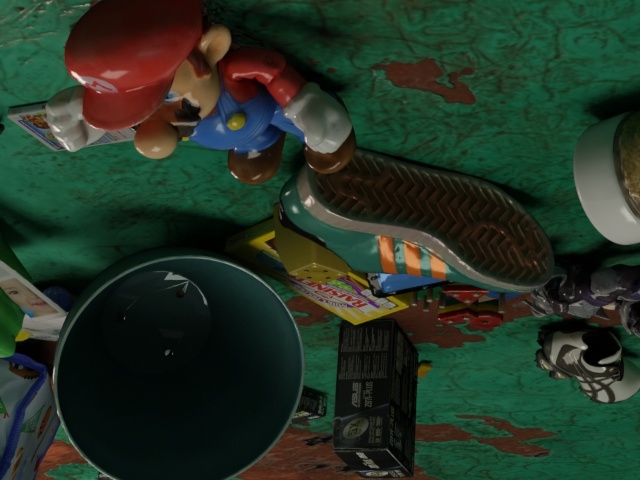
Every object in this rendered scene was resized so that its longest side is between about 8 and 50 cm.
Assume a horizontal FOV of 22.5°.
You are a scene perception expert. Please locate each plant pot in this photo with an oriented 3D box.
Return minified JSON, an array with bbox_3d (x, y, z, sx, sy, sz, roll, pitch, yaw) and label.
[{"bbox_3d":[0.000,0.000,1.759,0.081,0.083,0.081,19,153,-34],"label":"plant pot"},{"bbox_3d":[-0.182,0.127,1.919,0.290,0.290,0.195,11,-166,-18],"label":"plant pot"}]

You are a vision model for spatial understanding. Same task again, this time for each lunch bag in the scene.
[{"bbox_3d":[-0.594,0.247,2.304,0.385,0.239,0.328,21,158,1],"label":"lunch bag"}]

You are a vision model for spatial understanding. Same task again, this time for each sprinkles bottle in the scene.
[{"bbox_3d":[0.396,-0.091,1.408,0.121,0.121,0.355,23,152,-39],"label":"sprinkles bottle"}]

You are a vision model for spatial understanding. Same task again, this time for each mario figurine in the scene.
[{"bbox_3d":[-0.104,-0.101,1.391,0.198,0.170,0.320,-44,149,16],"label":"mario figurine"}]

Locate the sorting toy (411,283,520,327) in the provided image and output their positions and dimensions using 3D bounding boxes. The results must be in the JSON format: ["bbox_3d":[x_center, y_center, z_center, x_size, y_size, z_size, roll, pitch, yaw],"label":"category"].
[{"bbox_3d":[0.169,0.058,1.928,0.132,0.046,0.274,-14,152,38],"label":"sorting toy"}]

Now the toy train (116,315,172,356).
[{"bbox_3d":[-0.240,0.140,2.114,0.184,0.080,0.105,-16,-171,41],"label":"toy train"}]

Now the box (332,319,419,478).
[{"bbox_3d":[0.076,0.215,2.157,0.077,0.180,0.147,-3,158,16],"label":"box"}]

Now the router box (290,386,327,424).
[{"bbox_3d":[-0.064,0.253,2.473,0.092,0.038,0.122,22,152,-39],"label":"router box"}]

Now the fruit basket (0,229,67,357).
[{"bbox_3d":[-0.518,0.034,1.831,0.327,0.165,0.353,-10,152,31],"label":"fruit basket"}]

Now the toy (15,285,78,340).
[{"bbox_3d":[-0.358,0.091,2.090,0.137,0.056,0.237,13,162,-31],"label":"toy"}]

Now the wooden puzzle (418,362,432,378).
[{"bbox_3d":[0.098,0.183,2.305,0.116,0.014,0.078,5,154,-3],"label":"wooden puzzle"}]

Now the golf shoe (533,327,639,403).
[{"bbox_3d":[0.376,0.165,2.127,0.198,0.077,0.094,19,153,-37],"label":"golf shoe"}]

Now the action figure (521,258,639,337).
[{"bbox_3d":[0.332,0.053,1.825,0.185,0.099,0.285,8,164,-35],"label":"action figure"}]

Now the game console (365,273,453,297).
[{"bbox_3d":[0.105,0.032,1.802,0.122,0.071,0.107,-13,-172,10],"label":"game console"}]

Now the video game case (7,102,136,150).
[{"bbox_3d":[-0.237,-0.117,1.600,0.122,0.011,0.087,-6,157,24],"label":"video game case"}]

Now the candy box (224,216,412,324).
[{"bbox_3d":[-0.002,0.037,1.884,0.206,0.027,0.105,30,151,-28],"label":"candy box"}]

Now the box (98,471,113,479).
[{"bbox_3d":[-0.271,0.326,2.519,0.143,0.165,0.270,5,158,-5],"label":"box"}]

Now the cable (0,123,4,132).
[{"bbox_3d":[-0.416,-0.115,1.602,0.184,0.047,0.150,13,162,-29],"label":"cable"}]

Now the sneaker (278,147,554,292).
[{"bbox_3d":[0.098,-0.013,1.694,0.302,0.108,0.121,21,155,-18],"label":"sneaker"}]
